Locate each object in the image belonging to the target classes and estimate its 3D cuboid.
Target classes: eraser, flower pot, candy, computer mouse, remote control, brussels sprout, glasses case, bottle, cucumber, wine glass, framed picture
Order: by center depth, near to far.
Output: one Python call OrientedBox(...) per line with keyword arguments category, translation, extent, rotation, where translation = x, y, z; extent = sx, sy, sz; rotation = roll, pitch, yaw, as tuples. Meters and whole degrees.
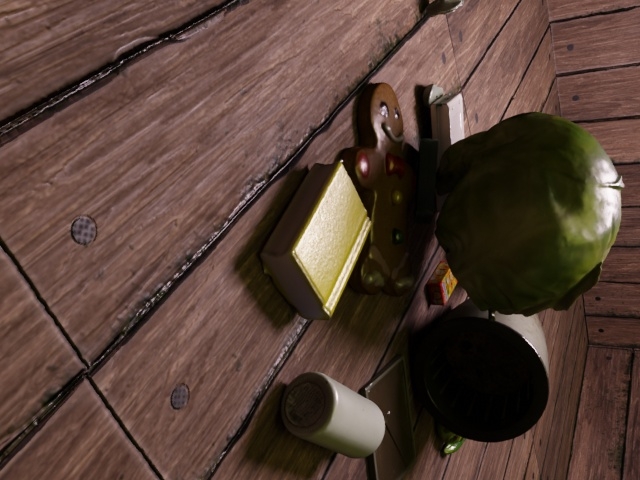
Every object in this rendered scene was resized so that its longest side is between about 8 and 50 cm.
OrientedBox(category="eraser", translation=(0.000, 0.000, 0.974), extent=(0.226, 0.069, 0.158), rotation=(-62, 139, -37))
OrientedBox(category="bottle", translation=(0.037, 0.301, 1.001), extent=(0.245, 0.104, 0.104), rotation=(42, 55, -49))
OrientedBox(category="brussels sprout", translation=(0.439, -0.069, 1.249), extent=(0.342, 0.361, 0.426), rotation=(22, 45, -28))
OrientedBox(category="framed picture", translation=(0.147, 0.391, 1.253), extent=(0.189, 0.023, 0.260), rotation=(-24, 110, -56))
OrientedBox(category="glasses case", translation=(0.238, -0.133, 1.354), extent=(0.078, 0.039, 0.184), rotation=(78, 18, -73))
OrientedBox(category="wine glass", translation=(0.270, -0.626, 1.387), extent=(0.122, 0.122, 0.183), rotation=(-61, 144, -38))
OrientedBox(category="flower pot", translation=(0.409, 0.267, 1.435), extent=(0.330, 0.293, 0.294), rotation=(-30, 115, -60))
OrientedBox(category="computer mouse", translation=(0.267, -0.348, 1.443), extent=(0.110, 0.032, 0.056), rotation=(-19, 122, -61))
OrientedBox(category="remote control", translation=(0.316, -0.213, 1.481), extent=(0.103, 0.055, 0.277), rotation=(-42, 130, -50))
OrientedBox(category="candy", translation=(0.307, 0.105, 1.498), extent=(0.122, 0.038, 0.062), rotation=(-45, 126, -49))
OrientedBox(category="cucumber", translation=(0.365, 0.524, 1.590), extent=(0.168, 0.039, 0.039), rotation=(-27, 112, -52))

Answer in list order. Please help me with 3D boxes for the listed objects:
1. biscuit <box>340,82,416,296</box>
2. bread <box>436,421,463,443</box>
OrientedBox(category="biscuit", translation=(0.133, -0.104, 1.194), extent=(0.283, 0.064, 0.432), rotation=(8, 83, -58))
OrientedBox(category="bread", translation=(0.346, 0.448, 1.530), extent=(0.139, 0.071, 0.130), rotation=(1, 85, -58))
